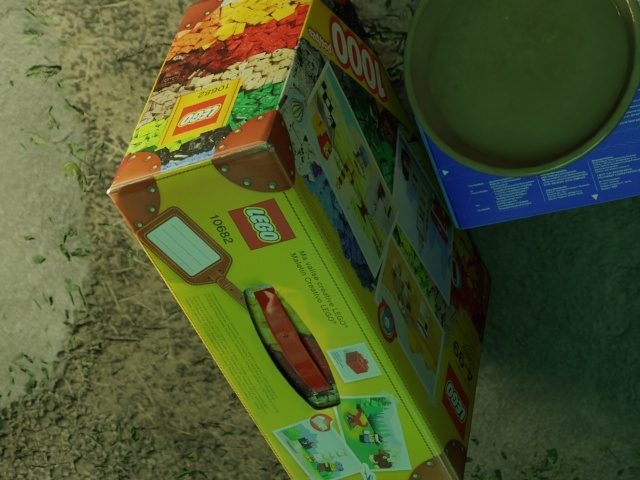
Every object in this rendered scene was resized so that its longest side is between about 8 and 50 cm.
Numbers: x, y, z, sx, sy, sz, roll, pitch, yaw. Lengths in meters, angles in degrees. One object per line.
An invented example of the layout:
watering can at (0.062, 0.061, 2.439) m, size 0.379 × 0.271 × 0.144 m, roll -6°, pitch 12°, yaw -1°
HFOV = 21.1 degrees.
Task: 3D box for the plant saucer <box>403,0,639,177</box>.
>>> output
plant saucer at (0.228, -0.204, 1.911) m, size 0.277 × 0.041 × 0.278 m, roll -3°, pitch 82°, yaw 23°

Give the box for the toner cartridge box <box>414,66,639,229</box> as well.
toner cartridge box at (0.301, -0.127, 1.979) m, size 0.347 × 0.075 × 0.165 m, roll -11°, pitch 119°, yaw 21°

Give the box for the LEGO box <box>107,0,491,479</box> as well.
LEGO box at (0.000, 0.000, 1.932) m, size 0.193 × 0.372 × 0.500 m, roll -15°, pitch 125°, yaw 23°

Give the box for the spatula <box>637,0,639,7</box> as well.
spatula at (0.309, -0.195, 1.988) m, size 0.242 × 0.019 × 0.168 m, roll -20°, pitch 118°, yaw 26°
